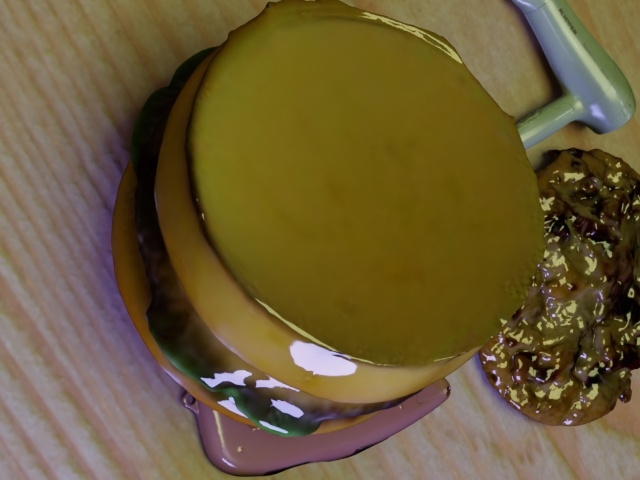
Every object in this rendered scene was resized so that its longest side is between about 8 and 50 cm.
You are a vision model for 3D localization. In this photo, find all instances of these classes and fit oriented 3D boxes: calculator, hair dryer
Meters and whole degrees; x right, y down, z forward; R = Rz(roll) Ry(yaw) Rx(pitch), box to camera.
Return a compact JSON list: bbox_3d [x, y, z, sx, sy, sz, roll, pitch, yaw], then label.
[{"bbox_3d":[0.001,0.131,1.650,0.329,0.048,0.220,-15,101,-29],"label":"calculator"},{"bbox_3d":[0.235,-0.170,1.796,0.237,0.075,0.206,-42,106,-16],"label":"hair dryer"}]

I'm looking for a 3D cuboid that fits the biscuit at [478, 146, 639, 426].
[{"bbox_3d":[0.316,0.057,1.835,0.289,0.081,0.334,18,83,-31],"label":"biscuit"}]

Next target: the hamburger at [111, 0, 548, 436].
[{"bbox_3d":[0.000,0.000,1.480,0.395,0.277,0.396,8,68,-21],"label":"hamburger"}]
